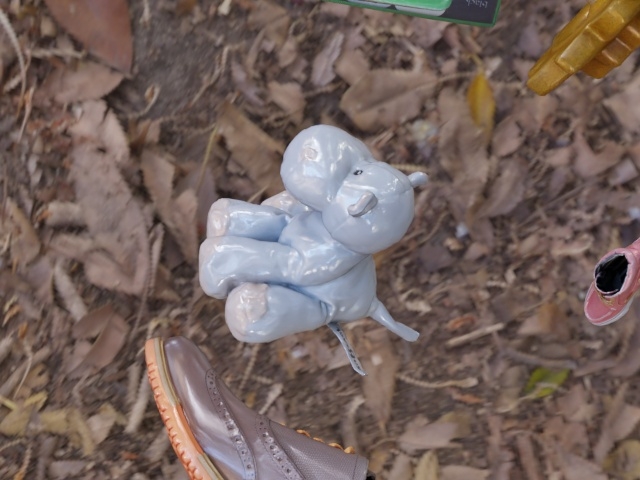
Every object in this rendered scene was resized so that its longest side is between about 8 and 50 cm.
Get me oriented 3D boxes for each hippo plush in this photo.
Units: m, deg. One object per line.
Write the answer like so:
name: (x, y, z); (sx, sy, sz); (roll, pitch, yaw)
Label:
hippo plush: (0.000, 0.000, 1.526); (0.294, 0.236, 0.234); (45, 44, 14)

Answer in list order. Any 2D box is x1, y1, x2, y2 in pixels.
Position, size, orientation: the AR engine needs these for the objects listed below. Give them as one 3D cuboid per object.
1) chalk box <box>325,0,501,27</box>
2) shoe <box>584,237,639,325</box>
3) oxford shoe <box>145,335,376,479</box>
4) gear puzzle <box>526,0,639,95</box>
chalk box: (0.071, -0.292, 0.964); (0.180, 0.179, 0.289); (9, 52, 1)
shoe: (0.390, 0.061, 1.698); (0.081, 0.178, 0.063); (-17, 62, -36)
oxford shoe: (-0.028, 0.209, 1.078); (0.132, 0.130, 0.364); (-33, 64, -9)
gear puzzle: (0.202, -0.171, 0.450); (0.044, 0.175, 0.339); (44, 95, -3)
